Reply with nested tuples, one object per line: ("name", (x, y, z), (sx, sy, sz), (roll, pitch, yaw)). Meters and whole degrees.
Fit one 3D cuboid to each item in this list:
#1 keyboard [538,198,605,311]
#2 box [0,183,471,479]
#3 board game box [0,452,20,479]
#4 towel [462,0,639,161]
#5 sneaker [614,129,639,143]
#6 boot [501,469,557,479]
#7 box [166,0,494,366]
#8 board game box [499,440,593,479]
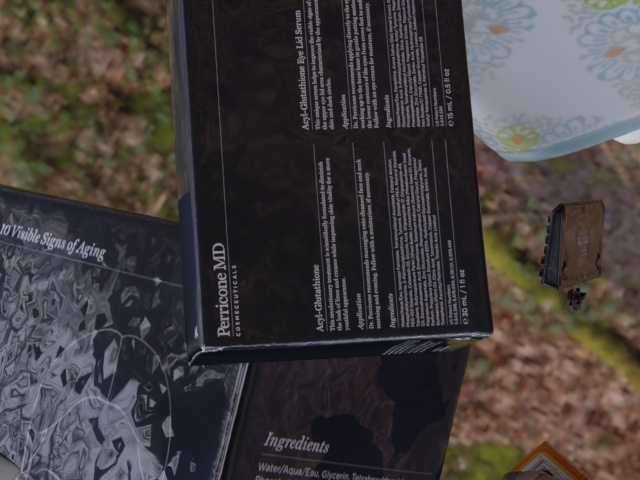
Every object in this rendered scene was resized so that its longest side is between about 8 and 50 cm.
("keyboard", (0.241, 0.016, 1.428), (0.023, 0.108, 0.180), (4, -176, 24))
("box", (-0.164, 0.217, 1.380), (0.480, 0.471, 0.297), (12, 179, 43))
("board game box", (-0.359, 0.184, 1.019), (0.097, 0.224, 0.303), (41, 166, -35))
("towel", (0.257, -0.223, 1.373), (0.375, 0.090, 0.320), (-20, 140, 26))
("sneaker", (0.427, -0.174, 1.913), (0.232, 0.090, 0.115), (0, 151, 19))
("boot", (0.194, 0.243, 1.242), (0.087, 0.042, 0.118), (10, 119, 48))
("box", (0.000, -0.057, 0.967), (0.184, 0.261, 0.103), (-2, 170, -13))
("board game box", (0.273, 0.505, 1.561), (0.356, 0.356, 0.356), (52, 175, -25))
